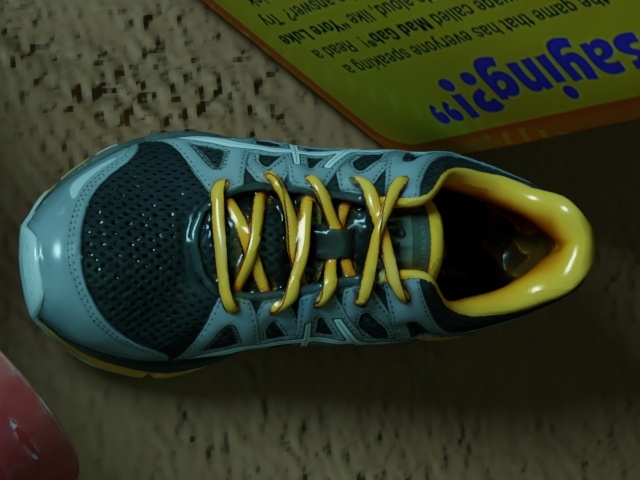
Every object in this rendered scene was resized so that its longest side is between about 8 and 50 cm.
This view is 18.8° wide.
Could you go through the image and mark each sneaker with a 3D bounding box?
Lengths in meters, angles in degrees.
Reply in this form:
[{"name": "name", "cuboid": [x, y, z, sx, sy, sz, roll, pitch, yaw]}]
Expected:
[{"name": "sneaker", "cuboid": [0.000, 0.000, 0.660, 0.215, 0.083, 0.084, -4, 89, -33]}]

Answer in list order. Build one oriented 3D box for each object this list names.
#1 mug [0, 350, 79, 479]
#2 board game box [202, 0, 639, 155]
[{"name": "mug", "cuboid": [-0.151, 0.103, 0.531, 0.150, 0.113, 0.169, 49, 64, -18]}, {"name": "board game box", "cuboid": [0.078, -0.283, 0.577, 0.356, 0.356, 0.356, 38, 65, -25]}]
